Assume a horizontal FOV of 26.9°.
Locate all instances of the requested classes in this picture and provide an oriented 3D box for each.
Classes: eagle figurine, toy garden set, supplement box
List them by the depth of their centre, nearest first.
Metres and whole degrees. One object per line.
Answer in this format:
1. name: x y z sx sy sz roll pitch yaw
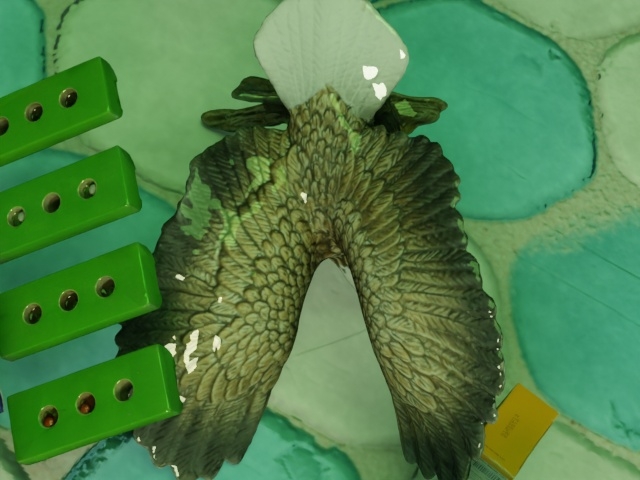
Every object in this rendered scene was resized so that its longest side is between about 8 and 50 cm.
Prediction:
1. toy garden set: -0.198 0.029 0.873 0.204 0.049 0.244 -20 68 16
2. supplement box: 0.116 0.146 0.904 0.036 0.098 0.062 38 58 8
3. eagle figurine: 0.007 0.006 0.906 0.225 0.226 0.298 29 50 -22

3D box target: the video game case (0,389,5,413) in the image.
1. video game case: -0.367 0.061 0.806 0.269 0.061 0.244 -27 62 -19
